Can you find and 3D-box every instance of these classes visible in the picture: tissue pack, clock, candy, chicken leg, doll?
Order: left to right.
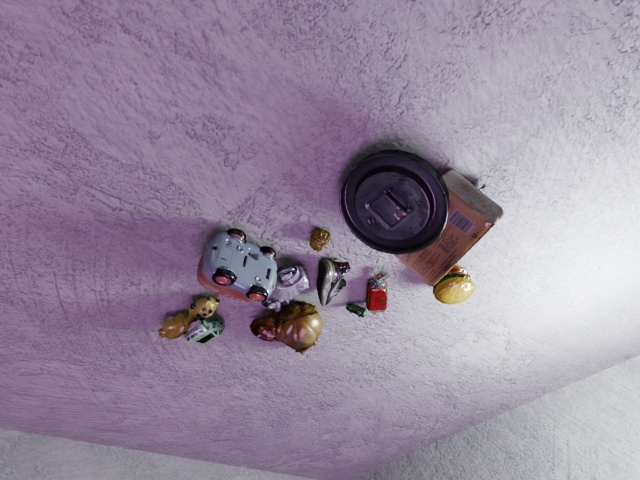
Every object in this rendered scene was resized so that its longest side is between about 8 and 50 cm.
[{"bbox_3d":[-0.498,0.295,1.689,0.291,0.086,0.117,-35,141,22],"label":"doll"},{"bbox_3d":[-0.132,0.368,1.802,0.295,0.182,0.409,0,153,4],"label":"chicken leg"},{"bbox_3d":[0.222,0.216,1.743,0.086,0.059,0.292,-6,136,-2],"label":"candy"},{"bbox_3d":[0.211,-0.107,1.292,0.319,0.066,0.319,12,124,18],"label":"clock"},{"bbox_3d":[0.398,-0.049,1.418,0.239,0.238,0.305,14,132,-22],"label":"tissue pack"}]

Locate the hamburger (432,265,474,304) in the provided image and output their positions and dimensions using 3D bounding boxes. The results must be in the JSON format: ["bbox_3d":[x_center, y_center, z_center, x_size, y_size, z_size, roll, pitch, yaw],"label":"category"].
[{"bbox_3d":[0.501,0.171,1.700,0.162,0.115,0.162,-3,136,-3],"label":"hamburger"}]

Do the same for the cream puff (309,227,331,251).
[{"bbox_3d":[0.000,0.000,1.480,0.083,0.058,0.083,29,123,-36],"label":"cream puff"}]

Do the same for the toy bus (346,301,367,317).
[{"bbox_3d":[0.144,0.278,1.785,0.083,0.037,0.031,22,146,27],"label":"toy bus"}]

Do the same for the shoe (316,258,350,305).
[{"bbox_3d":[0.047,0.155,1.630,0.112,0.099,0.227,-8,136,-12],"label":"shoe"}]

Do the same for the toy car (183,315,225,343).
[{"bbox_3d":[-0.431,0.347,1.688,0.090,0.076,0.224,-30,172,6],"label":"toy car"}]

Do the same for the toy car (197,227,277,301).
[{"bbox_3d":[-0.285,0.102,1.460,0.270,0.180,0.212,32,139,-30],"label":"toy car"}]

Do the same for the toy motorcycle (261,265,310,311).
[{"bbox_3d":[-0.114,0.170,1.614,0.171,0.110,0.260,0,142,-27],"label":"toy motorcycle"}]
